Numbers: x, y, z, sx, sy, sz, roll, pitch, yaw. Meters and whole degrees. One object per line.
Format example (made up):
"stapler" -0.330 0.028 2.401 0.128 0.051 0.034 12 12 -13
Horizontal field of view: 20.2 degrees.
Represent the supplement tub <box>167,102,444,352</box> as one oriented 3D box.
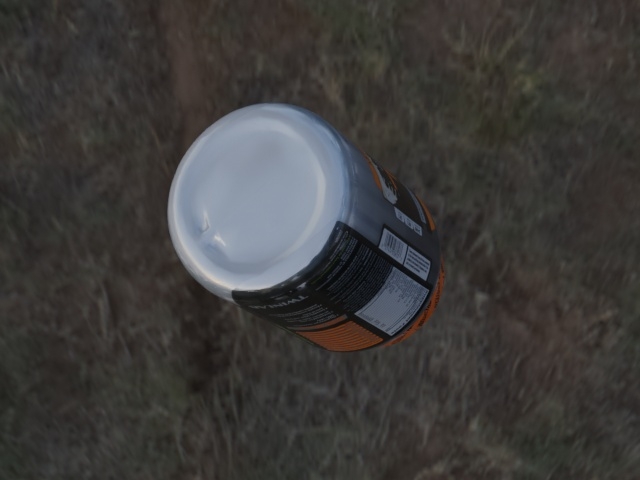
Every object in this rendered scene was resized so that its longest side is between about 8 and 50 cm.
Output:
"supplement tub" 0.000 0.000 1.067 0.117 0.190 0.117 -7 73 22
